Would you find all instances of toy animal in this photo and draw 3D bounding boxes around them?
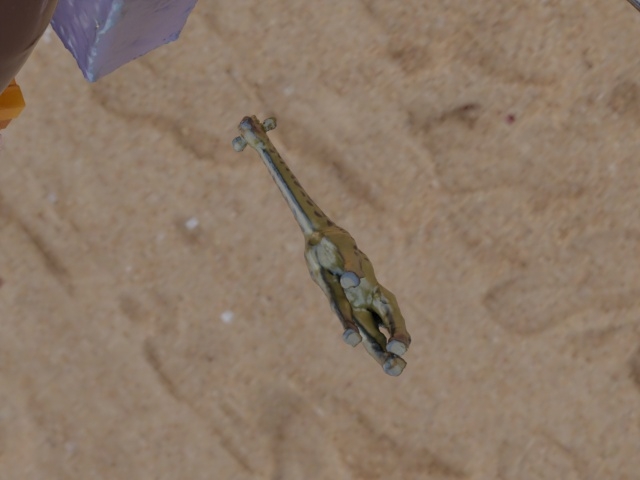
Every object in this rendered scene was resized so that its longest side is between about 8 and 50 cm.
[{"bbox_3d":[0.004,0.004,1.424,0.149,0.054,0.275,47,-168,-54],"label":"toy animal"}]

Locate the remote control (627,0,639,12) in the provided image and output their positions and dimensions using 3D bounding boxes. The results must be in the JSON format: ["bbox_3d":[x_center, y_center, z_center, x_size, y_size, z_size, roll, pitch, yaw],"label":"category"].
[{"bbox_3d":[0.317,-0.190,1.374,0.059,0.028,0.212,-47,45,13],"label":"remote control"}]

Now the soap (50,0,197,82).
[{"bbox_3d":[-0.197,-0.302,1.228,0.296,0.107,0.285,56,158,3],"label":"soap"}]

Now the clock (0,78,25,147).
[{"bbox_3d":[-0.396,-0.167,1.539,0.255,0.106,0.219,27,119,39],"label":"clock"}]

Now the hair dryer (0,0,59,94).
[{"bbox_3d":[-0.282,-0.117,0.606,0.340,0.123,0.312,25,129,-23],"label":"hair dryer"}]
